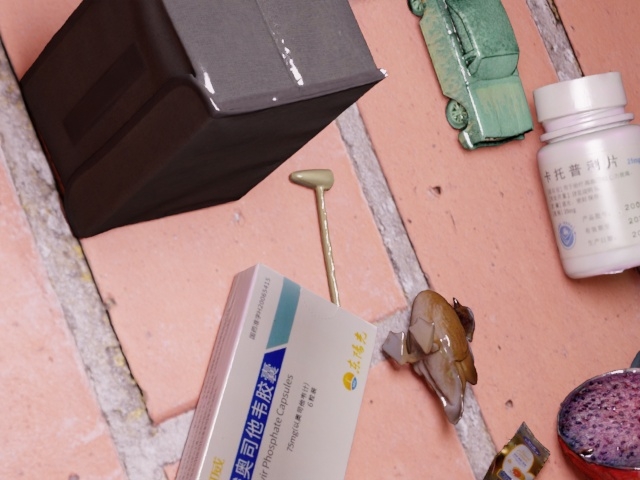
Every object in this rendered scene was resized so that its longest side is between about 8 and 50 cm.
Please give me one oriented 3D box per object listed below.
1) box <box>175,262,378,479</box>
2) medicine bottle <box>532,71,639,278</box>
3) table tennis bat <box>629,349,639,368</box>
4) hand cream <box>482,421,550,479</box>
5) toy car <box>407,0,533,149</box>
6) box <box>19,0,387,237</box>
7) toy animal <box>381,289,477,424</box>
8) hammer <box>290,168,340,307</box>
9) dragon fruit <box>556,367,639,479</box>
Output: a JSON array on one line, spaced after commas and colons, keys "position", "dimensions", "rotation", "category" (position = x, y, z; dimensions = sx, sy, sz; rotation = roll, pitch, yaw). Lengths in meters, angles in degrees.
[{"position": [-0.053, 0.221, 1.577], "dimensions": [0.200, 0.065, 0.343], "rotation": [30, 58, -27], "category": "box"}, {"position": [0.417, -0.099, 1.970], "dimensions": [0.170, 0.170, 0.293], "rotation": [-11, 89, -40], "category": "medicine bottle"}, {"position": [0.544, 0.236, 2.054], "dimensions": [0.215, 0.044, 0.329], "rotation": [9, 70, -36], "category": "table tennis bat"}, {"position": [0.265, 0.314, 1.811], "dimensions": [0.062, 0.039, 0.163], "rotation": [46, 48, 5], "category": "hand cream"}, {"position": [0.223, -0.297, 1.955], "dimensions": [0.141, 0.097, 0.321], "rotation": [-13, 83, -41], "category": "toy car"}, {"position": [-0.141, -0.176, 1.476], "dimensions": [0.251, 0.345, 0.205], "rotation": [-16, 79, -39], "category": "box"}, {"position": [0.173, 0.155, 1.771], "dimensions": [0.179, 0.089, 0.188], "rotation": [2, 67, -53], "category": "toy animal"}, {"position": [0.000, 0.000, 1.726], "dimensions": [0.060, 0.028, 0.195], "rotation": [-1, 76, -32], "category": "hammer"}, {"position": [0.458, 0.301, 1.885], "dimensions": [0.218, 0.223, 0.148], "rotation": [-107, -178, -59], "category": "dragon fruit"}]
